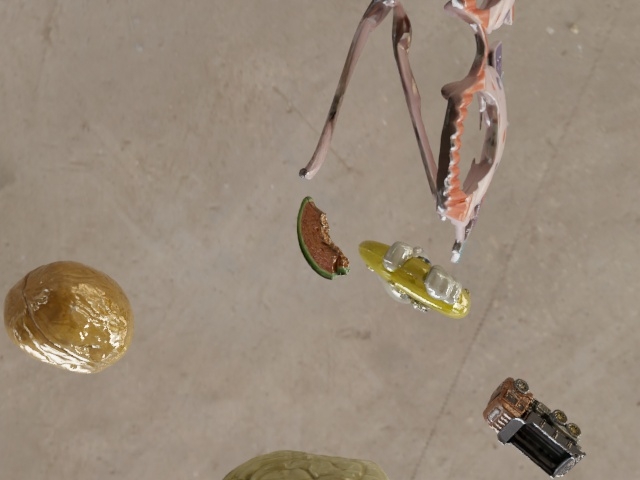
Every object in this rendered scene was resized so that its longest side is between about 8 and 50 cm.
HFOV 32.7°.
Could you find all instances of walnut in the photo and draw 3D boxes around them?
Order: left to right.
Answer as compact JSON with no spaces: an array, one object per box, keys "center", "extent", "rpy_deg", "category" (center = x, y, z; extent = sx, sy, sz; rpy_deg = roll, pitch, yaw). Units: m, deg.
[{"center":[-0.371,0.114,1.632],"extent":[0.165,0.165,0.197],"rpy_deg":[-47,140,17],"category":"walnut"}]

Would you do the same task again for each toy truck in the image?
[{"center":[0.388,0.343,1.984],"extent":[0.192,0.092,0.083],"rpy_deg":[40,130,8],"category":"toy truck"}]

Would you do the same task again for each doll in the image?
[{"center":[0.173,0.066,2.051],"extent":[0.111,0.237,0.252],"rpy_deg":[-63,154,-4],"category":"doll"}]

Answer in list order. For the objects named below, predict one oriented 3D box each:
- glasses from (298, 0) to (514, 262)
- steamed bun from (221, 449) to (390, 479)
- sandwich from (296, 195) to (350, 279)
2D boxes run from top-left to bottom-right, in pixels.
[{"center":[0.069,-0.108,0.643],"extent":[0.095,0.162,0.255],"rpy_deg":[13,107,27],"category":"glasses"},{"center":[-0.055,0.380,1.140],"extent":[0.276,0.289,0.203],"rpy_deg":[1,123,23],"category":"steamed bun"},{"center":[-0.002,-0.001,1.672],"extent":[0.029,0.135,0.067],"rpy_deg":[-10,166,-45],"category":"sandwich"}]
